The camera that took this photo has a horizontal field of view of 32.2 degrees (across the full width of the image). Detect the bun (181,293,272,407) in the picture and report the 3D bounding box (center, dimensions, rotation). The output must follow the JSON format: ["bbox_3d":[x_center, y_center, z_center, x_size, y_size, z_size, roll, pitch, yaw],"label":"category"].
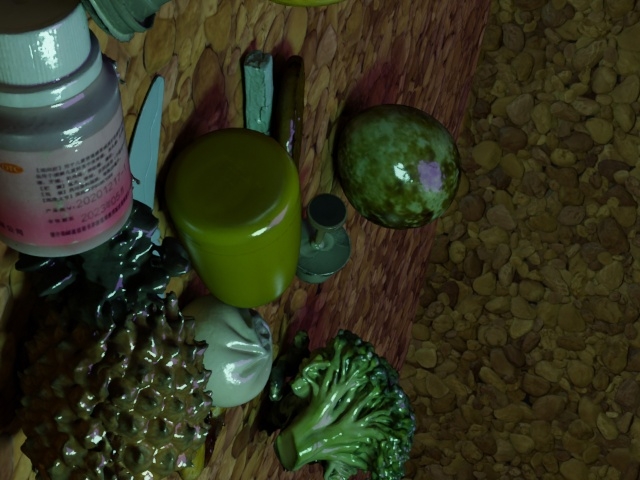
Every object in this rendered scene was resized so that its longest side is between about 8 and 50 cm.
[{"bbox_3d":[-0.131,0.155,1.631,0.173,0.120,0.173,43,36,-42],"label":"bun"}]

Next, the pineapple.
[{"bbox_3d":[-0.229,0.090,1.198,0.223,0.223,0.357,-48,144,-56],"label":"pineapple"}]

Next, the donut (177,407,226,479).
[{"bbox_3d":[-0.201,0.277,1.723,0.166,0.073,0.184,-46,150,-57],"label":"donut"}]

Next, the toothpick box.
[{"bbox_3d":[-0.109,-0.017,1.521,0.271,0.175,0.175,85,28,-63],"label":"toothpick box"}]

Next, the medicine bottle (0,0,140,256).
[{"bbox_3d":[-0.245,-0.109,0.982,0.247,0.147,0.147,91,23,-45],"label":"medicine bottle"}]

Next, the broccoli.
[{"bbox_3d":[0.038,0.338,2.202,0.334,0.272,0.324,-25,-118,51],"label":"broccoli"}]

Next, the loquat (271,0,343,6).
[{"bbox_3d":[-0.014,-0.404,1.269,0.275,0.274,0.275,18,90,-75],"label":"loquat"}]

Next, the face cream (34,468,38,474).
[{"bbox_3d":[-0.331,0.264,1.347,0.040,0.021,0.083,-41,146,-62],"label":"face cream"}]

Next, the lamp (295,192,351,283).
[{"bbox_3d":[0.000,0.000,2.004,0.215,0.121,0.121,109,7,-61],"label":"lamp"}]

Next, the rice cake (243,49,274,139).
[{"bbox_3d":[-0.089,-0.176,1.642,0.245,0.042,0.045,90,11,-48],"label":"rice cake"}]

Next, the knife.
[{"bbox_3d":[-0.222,-0.037,1.366,0.080,0.044,0.331,-33,134,-56],"label":"knife"}]

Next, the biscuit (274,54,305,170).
[{"bbox_3d":[-0.047,-0.176,1.701,0.212,0.036,0.212,5,90,-88],"label":"biscuit"}]

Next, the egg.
[{"bbox_3d":[0.146,-0.146,2.150,0.289,0.238,0.238,31,77,-53],"label":"egg"}]

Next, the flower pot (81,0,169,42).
[{"bbox_3d":[-0.146,-0.295,0.933,0.235,0.140,0.235,-17,90,-86],"label":"flower pot"}]
